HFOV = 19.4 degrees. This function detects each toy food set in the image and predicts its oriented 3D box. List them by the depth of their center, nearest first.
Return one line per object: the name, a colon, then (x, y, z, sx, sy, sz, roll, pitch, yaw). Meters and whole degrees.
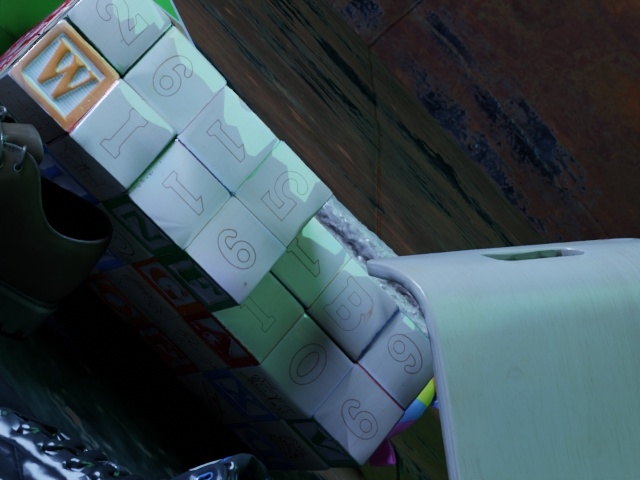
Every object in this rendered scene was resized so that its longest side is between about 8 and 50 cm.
toy food set: (0.133, 0.152, 1.061, 0.219, 0.092, 0.306, -3, 82, -38)

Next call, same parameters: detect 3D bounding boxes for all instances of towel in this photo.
towel: (0.000, 0.000, 1.427, 0.282, 0.049, 0.187, 43, -6, 4)

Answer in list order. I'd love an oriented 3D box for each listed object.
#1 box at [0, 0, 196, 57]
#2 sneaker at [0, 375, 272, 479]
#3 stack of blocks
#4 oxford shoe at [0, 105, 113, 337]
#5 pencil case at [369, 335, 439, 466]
box: (-0.227, -0.195, 1.199, 0.262, 0.127, 0.231, 37, 20, -42)
sneaker: (-0.085, 0.108, 0.796, 0.217, 0.121, 0.079, 56, 13, 26)
stack of blocks: (-0.068, -0.001, 1.061, 0.297, 0.087, 0.171, 47, -23, -14)
oxford shoe: (-0.193, -0.041, 0.928, 0.227, 0.096, 0.083, 34, 21, -45)
pencil case: (-0.015, 0.052, 1.257, 0.236, 0.104, 0.104, 41, 15, -31)
